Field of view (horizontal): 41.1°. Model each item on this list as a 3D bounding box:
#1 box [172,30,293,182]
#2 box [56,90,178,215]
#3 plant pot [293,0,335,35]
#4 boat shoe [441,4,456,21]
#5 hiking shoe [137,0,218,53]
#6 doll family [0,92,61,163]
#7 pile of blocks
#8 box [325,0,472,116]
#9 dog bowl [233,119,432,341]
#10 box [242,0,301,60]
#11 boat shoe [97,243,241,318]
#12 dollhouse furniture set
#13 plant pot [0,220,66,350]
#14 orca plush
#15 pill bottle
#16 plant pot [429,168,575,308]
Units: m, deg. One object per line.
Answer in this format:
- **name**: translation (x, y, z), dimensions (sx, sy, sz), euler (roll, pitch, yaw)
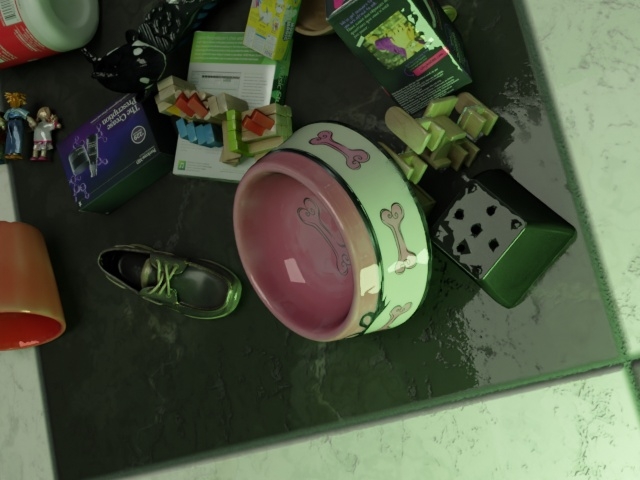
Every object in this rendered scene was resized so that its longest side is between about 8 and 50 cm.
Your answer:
- **box**: translation (-0.190, -0.286, 1.833), dimensions (0.232, 0.058, 0.322), euler (9, 91, 29)
- **box**: translation (-0.457, -0.201, 1.947), dimensions (0.261, 0.103, 0.184), euler (-31, 74, 22)
- **plant pot**: translation (0.023, -0.524, 1.691), dimensions (0.237, 0.109, 0.238), euler (7, 101, 42)
- **boat shoe**: translation (0.195, -0.420, 1.638), dimensions (0.135, 0.050, 0.045), euler (-22, 50, 19)
- **hiking shoe**: translation (-0.287, -0.529, 1.876), dimensions (0.304, 0.132, 0.113), euler (-45, 98, -5)
- **doll family**: translation (-0.773, -0.281, 2.115), dimensions (0.262, 0.118, 0.163), euler (0, 85, 29)
- **pile of blocks**: translation (-0.223, -0.241, 1.750), dimensions (0.362, 0.112, 0.149), euler (18, 94, 29)
- **box**: translation (0.136, -0.380, 1.518), dimensions (0.143, 0.270, 0.165), euler (-27, 41, 24)
- **dog bowl**: translation (0.000, 0.000, 1.536), dimensions (0.408, 0.150, 0.408), euler (29, 132, 39)
- **box**: translation (-0.093, -0.463, 1.707), dimensions (0.105, 0.043, 0.179), euler (35, 121, 36)
- **boat shoe**: translation (-0.336, 0.089, 1.832), dimensions (0.355, 0.130, 0.133), euler (10, 90, 29)
- **dollhouse furniture set**: translation (0.159, -0.168, 1.546), dimensions (0.161, 0.212, 0.242), euler (45, 131, 25)
- **plant pot**: translation (-0.742, 0.102, 1.994), dimensions (0.274, 0.275, 0.243), euler (-22, 65, 25)
- **orca plush**: translation (-0.448, -0.376, 1.818), dimensions (0.287, 0.102, 0.151), euler (28, 121, 41)
- **pill bottle**: translation (-0.759, -0.540, 2.071), dimensions (0.407, 0.229, 0.229), euler (-6, 82, 28)
- **plant pot**: translation (0.294, -0.013, 1.477), dimensions (0.188, 0.167, 0.187), euler (44, 105, 26)
